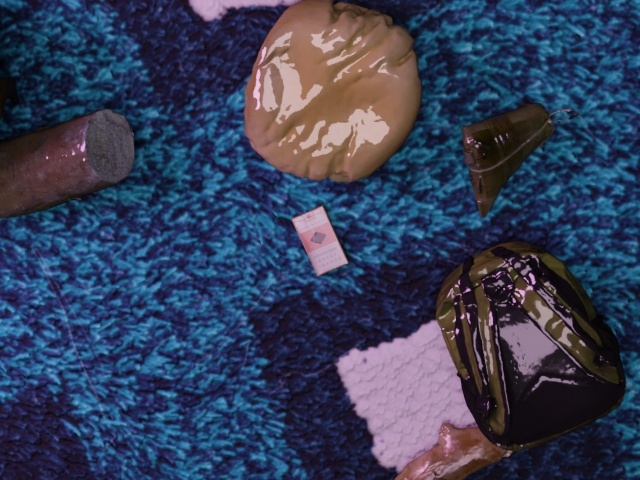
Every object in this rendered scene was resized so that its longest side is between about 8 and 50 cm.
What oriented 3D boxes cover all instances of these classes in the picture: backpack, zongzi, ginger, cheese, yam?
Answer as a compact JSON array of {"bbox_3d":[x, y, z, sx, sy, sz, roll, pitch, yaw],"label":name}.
[{"bbox_3d":[0.256,0.129,1.639,0.207,0.140,0.253,-27,95,9],"label":"backpack"},{"bbox_3d":[0.258,-0.107,1.654,0.154,0.062,0.130,-20,119,-5],"label":"zongzi"},{"bbox_3d":[0.133,0.353,1.727,0.294,0.086,0.131,-44,70,7],"label":"ginger"},{"bbox_3d":[0.017,-0.182,1.632,0.214,0.117,0.226,18,107,0],"label":"cheese"},{"bbox_3d":[-0.364,-0.092,1.697,0.259,0.106,0.106,-13,99,31],"label":"yam"}]

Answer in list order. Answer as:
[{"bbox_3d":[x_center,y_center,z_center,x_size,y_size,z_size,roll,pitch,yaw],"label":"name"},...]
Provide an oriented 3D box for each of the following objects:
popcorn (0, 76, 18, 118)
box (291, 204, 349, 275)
[{"bbox_3d":[-0.502,-0.184,1.626,0.316,0.281,0.297,16,109,48],"label":"popcorn"},{"bbox_3d":[0.000,0.000,1.712,0.046,0.012,0.083,-23,97,11],"label":"box"}]
